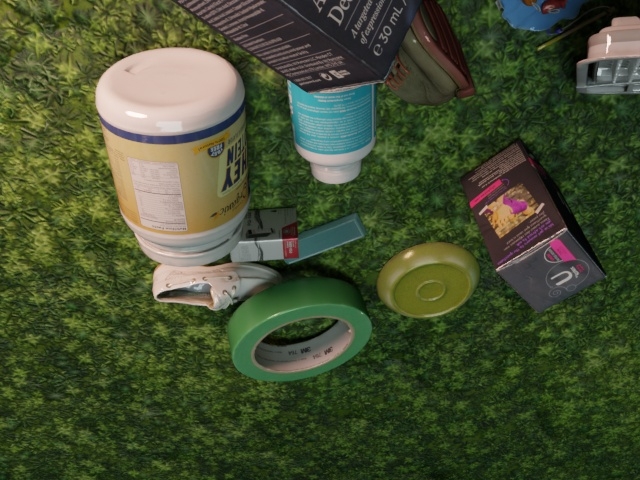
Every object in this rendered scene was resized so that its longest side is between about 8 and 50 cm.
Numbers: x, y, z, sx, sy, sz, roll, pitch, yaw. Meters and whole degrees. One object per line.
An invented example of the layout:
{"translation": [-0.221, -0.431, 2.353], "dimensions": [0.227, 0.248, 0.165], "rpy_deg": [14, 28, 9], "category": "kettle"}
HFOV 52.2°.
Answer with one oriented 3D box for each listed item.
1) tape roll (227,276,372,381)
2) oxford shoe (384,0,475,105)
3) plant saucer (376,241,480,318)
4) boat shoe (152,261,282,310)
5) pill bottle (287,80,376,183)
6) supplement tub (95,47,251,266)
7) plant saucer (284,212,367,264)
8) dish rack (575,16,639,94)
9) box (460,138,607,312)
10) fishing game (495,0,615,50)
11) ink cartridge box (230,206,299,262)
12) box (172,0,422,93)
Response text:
{"translation": [-0.046, 0.208, 1.478], "dimensions": [0.322, 0.077, 0.321], "rpy_deg": [-12, 142, -9], "category": "tape roll"}
{"translation": [0.150, -0.259, 0.986], "dimensions": [0.130, 0.122, 0.348], "rpy_deg": [-19, 172, 18], "category": "oxford shoe"}
{"translation": [0.249, 0.104, 1.486], "dimensions": [0.241, 0.037, 0.240], "rpy_deg": [-3, 132, -3], "category": "plant saucer"}
{"translation": [-0.220, 0.109, 1.402], "dimensions": [0.277, 0.096, 0.098], "rpy_deg": [0, 130, -7], "category": "boat shoe"}
{"translation": [0.021, -0.225, 1.089], "dimensions": [0.146, 0.146, 0.264], "rpy_deg": [-5, 132, -1], "category": "pill bottle"}
{"translation": [-0.233, -0.132, 1.093], "dimensions": [0.229, 0.228, 0.316], "rpy_deg": [-2, 133, -4], "category": "supplement tub"}
{"translation": [0.000, 0.000, 1.380], "dimensions": [0.192, 0.018, 0.067], "rpy_deg": [-21, 131, 12], "category": "plant saucer"}
{"translation": [0.542, -0.281, 0.991], "dimensions": [0.286, 0.333, 0.072], "rpy_deg": [4, 96, 21], "category": "dish rack"}
{"translation": [0.389, -0.031, 1.218], "dimensions": [0.143, 0.270, 0.165], "rpy_deg": [-35, 127, 24], "category": "box"}
{"translation": [0.364, -0.395, 1.003], "dimensions": [0.189, 0.041, 0.264], "rpy_deg": [-24, 146, 14], "category": "fishing game"}
{"translation": [-0.112, -0.012, 1.301], "dimensions": [0.135, 0.099, 0.056], "rpy_deg": [-4, 133, -3], "category": "ink cartridge box"}
{"translation": [-0.057, -0.410, 0.782], "dimensions": [0.396, 0.212, 0.293], "rpy_deg": [28, 83, -28], "category": "box"}
